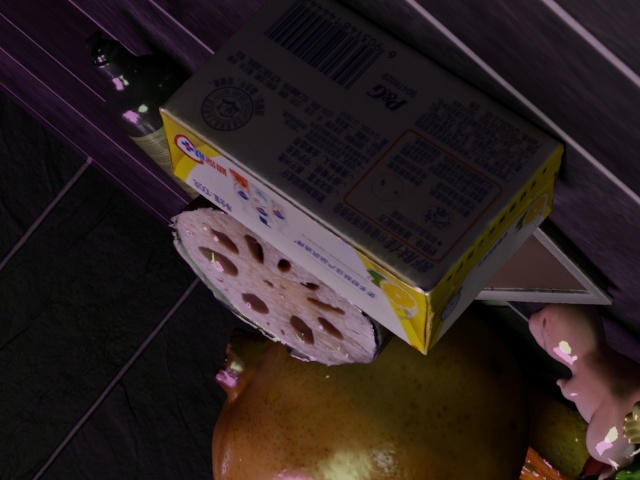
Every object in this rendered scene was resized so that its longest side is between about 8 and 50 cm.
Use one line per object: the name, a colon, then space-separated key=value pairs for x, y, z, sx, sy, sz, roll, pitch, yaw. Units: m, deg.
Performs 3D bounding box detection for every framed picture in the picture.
framed picture: x=0.103 y=-0.039 z=1.347 sx=0.293 sy=0.018 sz=0.231 roll=42 pitch=159 yaw=-24

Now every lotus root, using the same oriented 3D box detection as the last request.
lotus root: x=0.000 y=0.000 z=1.564 sx=0.272 sy=0.192 sz=0.272 roll=37 pitch=160 yaw=16

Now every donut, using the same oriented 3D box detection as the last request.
donut: x=0.296 y=0.277 z=1.978 sx=0.253 sy=0.118 sz=0.253 roll=36 pitch=173 yaw=5

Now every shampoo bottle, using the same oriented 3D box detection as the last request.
shampoo bottle: x=-0.186 y=-0.150 z=1.814 sx=0.284 sy=0.101 sz=0.101 roll=46 pitch=169 yaw=-37

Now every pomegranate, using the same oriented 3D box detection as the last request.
pomegranate: x=0.044 y=0.224 z=1.805 sx=0.417 sy=0.416 sz=0.416 roll=38 pitch=171 yaw=7

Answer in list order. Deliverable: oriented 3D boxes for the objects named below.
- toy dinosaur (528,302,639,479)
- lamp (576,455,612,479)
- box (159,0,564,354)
toy dinosaur: x=0.288 y=0.133 z=1.378 sx=0.194 sy=0.152 sz=0.177 roll=2 pitch=104 yaw=62
lamp: x=0.364 y=0.306 z=1.581 sx=0.227 sy=0.227 sz=0.227 roll=38 pitch=171 yaw=7
box: x=0.028 y=-0.061 z=1.137 sx=0.265 sy=0.168 sz=0.097 roll=34 pitch=159 yaw=20
